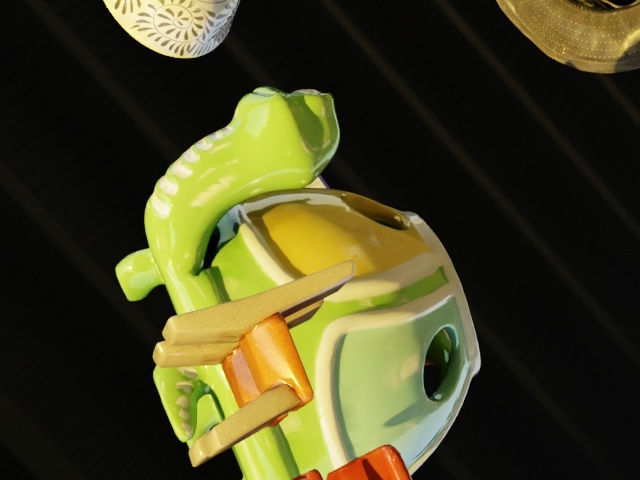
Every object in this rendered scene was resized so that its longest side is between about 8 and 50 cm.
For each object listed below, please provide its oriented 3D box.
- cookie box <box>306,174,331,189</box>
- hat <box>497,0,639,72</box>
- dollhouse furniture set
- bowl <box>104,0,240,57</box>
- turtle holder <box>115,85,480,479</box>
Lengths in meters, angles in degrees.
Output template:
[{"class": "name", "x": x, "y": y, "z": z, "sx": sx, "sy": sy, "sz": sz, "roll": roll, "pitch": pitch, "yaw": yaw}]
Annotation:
[{"class": "cookie box", "x": 0.000, "y": 0.000, "z": 1.208, "sx": 0.040, "sy": 0.092, "sz": 0.107, "roll": -24, "pitch": -117, "yaw": -22}, {"class": "hat", "x": 0.358, "y": -0.358, "z": 1.451, "sx": 0.134, "sy": 0.331, "sz": 0.331, "roll": -8, "pitch": -108, "yaw": -51}, {"class": "dollhouse furniture set", "x": 0.022, "y": 0.158, "z": 0.655, "sx": 0.135, "sy": 0.259, "sz": 0.262, "roll": -19, "pitch": -100, "yaw": -15}, {"class": "bowl", "x": -0.135, "y": -0.276, "z": 1.267, "sx": 0.170, "sy": 0.080, "sz": 0.170, "roll": 15, "pitch": -116, "yaw": -35}, {"class": "turtle holder", "x": -0.020, "y": 0.050, "z": 0.944, "sx": 0.227, "sy": 0.243, "sz": 0.320, "roll": -22, "pitch": -83, "yaw": -7}]
